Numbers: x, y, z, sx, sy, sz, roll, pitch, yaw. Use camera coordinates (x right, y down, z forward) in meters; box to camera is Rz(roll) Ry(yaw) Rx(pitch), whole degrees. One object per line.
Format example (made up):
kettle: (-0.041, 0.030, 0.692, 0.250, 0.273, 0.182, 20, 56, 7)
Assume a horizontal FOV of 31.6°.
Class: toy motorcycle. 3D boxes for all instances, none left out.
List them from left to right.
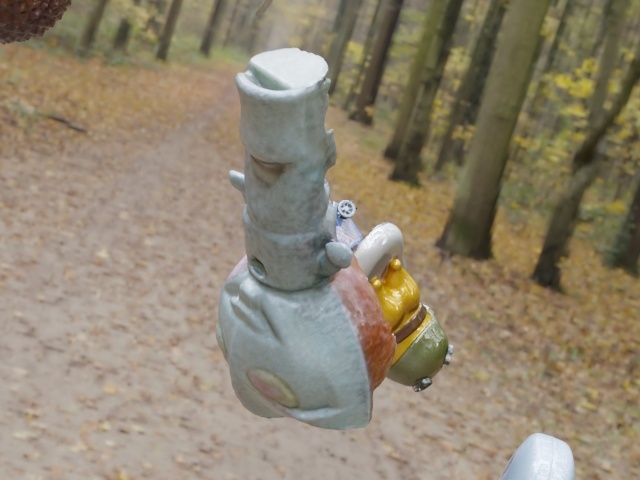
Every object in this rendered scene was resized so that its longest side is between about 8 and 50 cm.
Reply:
toy motorcycle: (0.000, 0.000, 1.569, 0.205, 0.114, 0.076, 58, -23, 8)

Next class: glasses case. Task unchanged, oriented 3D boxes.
glasses case: (0.100, 0.191, 0.624, 0.045, 0.178, 0.067, 17, 15, 6)

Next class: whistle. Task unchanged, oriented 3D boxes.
whistle: (-0.015, 0.020, 0.828, 0.134, 0.346, 0.142, -11, 42, -10)

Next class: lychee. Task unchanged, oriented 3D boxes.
lychee: (-0.393, -0.321, 1.377, 0.188, 0.188, 0.188, 18, 8, -3)

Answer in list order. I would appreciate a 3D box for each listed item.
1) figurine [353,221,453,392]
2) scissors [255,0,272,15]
figurine: (0.099, 0.105, 1.445, 0.141, 0.166, 0.250, 36, -29, 22)
scissors: (-0.028, -0.321, 1.284, 0.022, 0.109, 0.300, 15, -20, -14)
